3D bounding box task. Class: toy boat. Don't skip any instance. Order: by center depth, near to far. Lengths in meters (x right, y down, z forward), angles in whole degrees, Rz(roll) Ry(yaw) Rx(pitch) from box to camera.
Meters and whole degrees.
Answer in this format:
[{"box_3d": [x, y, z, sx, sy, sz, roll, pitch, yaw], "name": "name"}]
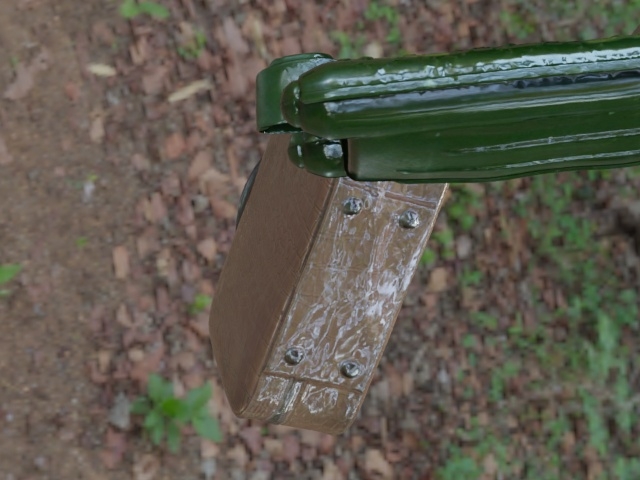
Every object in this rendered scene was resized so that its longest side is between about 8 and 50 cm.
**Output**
[{"box_3d": [0.082, -0.050, 0.481, 0.104, 0.210, 0.052, 82, 1, -80], "name": "toy boat"}]

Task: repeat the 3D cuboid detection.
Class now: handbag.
[{"box_3d": [0.000, 0.000, 0.782, 0.072, 0.151, 0.193, 13, 110, -19], "name": "handbag"}]
